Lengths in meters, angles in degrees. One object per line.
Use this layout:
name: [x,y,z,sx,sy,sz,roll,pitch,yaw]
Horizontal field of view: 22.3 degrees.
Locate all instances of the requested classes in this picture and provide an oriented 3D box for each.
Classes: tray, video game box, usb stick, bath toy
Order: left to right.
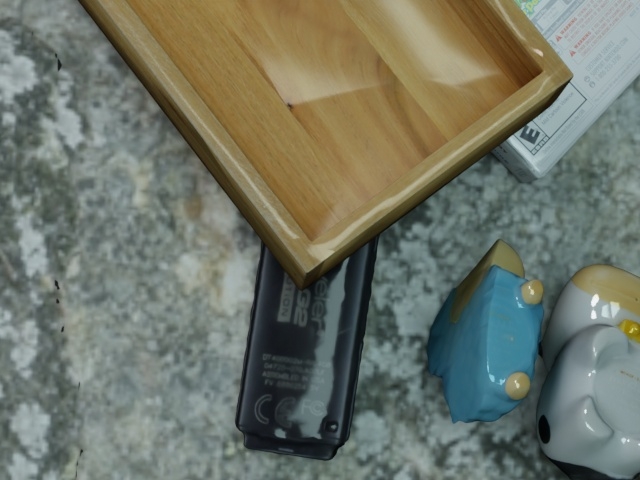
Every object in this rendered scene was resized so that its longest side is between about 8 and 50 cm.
tray: [-0.055,-0.193,1.009,0.203,0.076,0.411,-36,82,-11]
usb stick: [0.000,0.000,1.048,0.077,0.045,0.278,8,84,7]
video game box: [0.143,-0.174,1.093,0.187,0.048,0.205,46,79,-7]
bath toy: [0.243,0.121,1.052,0.348,0.129,0.151,25,62,-9]
